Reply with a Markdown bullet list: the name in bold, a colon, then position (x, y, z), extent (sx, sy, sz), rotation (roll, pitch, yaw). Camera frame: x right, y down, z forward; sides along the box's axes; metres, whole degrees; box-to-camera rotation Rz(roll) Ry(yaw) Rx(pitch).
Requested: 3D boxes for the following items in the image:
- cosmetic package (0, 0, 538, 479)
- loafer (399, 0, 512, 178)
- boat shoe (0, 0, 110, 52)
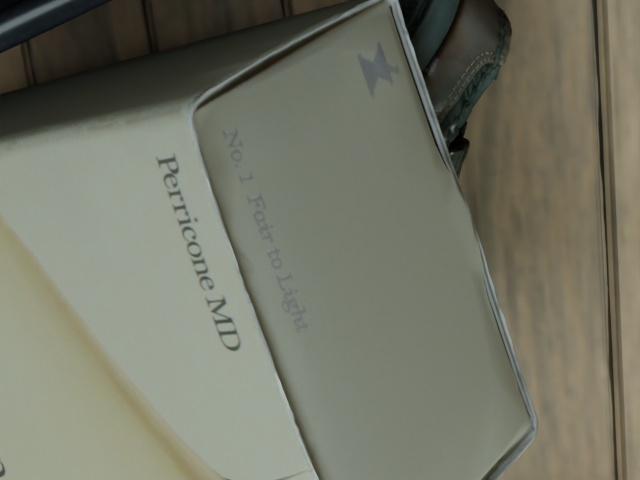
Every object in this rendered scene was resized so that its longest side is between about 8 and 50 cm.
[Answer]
- **cosmetic package**: position (-0.099, 0.030, 0.531), extent (0.309, 0.113, 0.160), rotation (-9, 107, 40)
- **loafer**: position (0.000, 0.000, 0.595), extent (0.084, 0.096, 0.267), rotation (30, 131, -16)
- **boat shoe**: position (-0.053, -0.159, 0.420), extent (0.500, 0.156, 0.187), rotation (-23, 118, 23)
